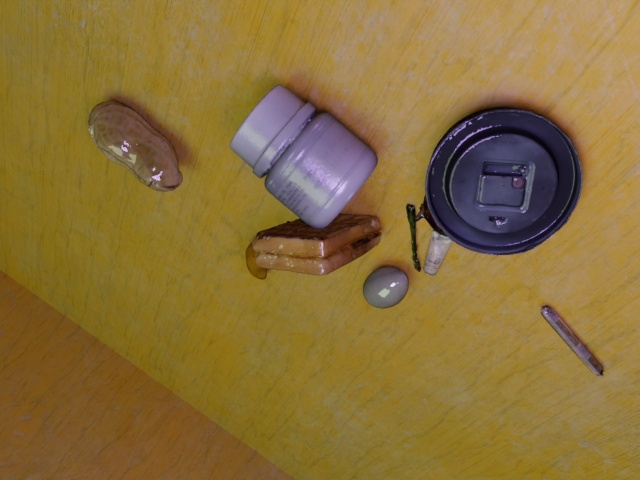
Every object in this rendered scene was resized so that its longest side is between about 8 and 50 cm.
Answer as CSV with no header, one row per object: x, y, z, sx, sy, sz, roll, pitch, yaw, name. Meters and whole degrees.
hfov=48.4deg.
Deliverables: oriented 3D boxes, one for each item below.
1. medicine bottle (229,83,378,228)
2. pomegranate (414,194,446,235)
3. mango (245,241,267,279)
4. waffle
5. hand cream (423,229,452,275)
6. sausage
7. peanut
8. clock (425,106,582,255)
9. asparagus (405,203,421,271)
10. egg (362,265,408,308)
-0.042,-0.205,1.728,0.306,0.245,0.245,40,141,-4,medicine bottle
0.340,-0.078,1.654,0.220,0.156,0.156,9,134,24,pomegranate
-0.190,0.054,2.233,0.098,0.075,0.190,36,148,10,mango
0.000,0.000,1.840,0.224,0.327,0.098,6,104,30,waffle
0.307,0.036,1.879,0.061,0.039,0.143,26,135,16,hand cream
0.653,0.262,1.846,0.269,0.033,0.032,47,140,-12,sausage
-0.537,-0.277,2.093,0.340,0.158,0.174,36,180,-4,peanut
0.385,-0.126,1.521,0.324,0.067,0.325,3,113,6,clock
0.249,0.000,1.895,0.022,0.023,0.233,-118,12,-51,asparagus
0.184,0.131,1.997,0.114,0.114,0.152,44,135,-9,egg
